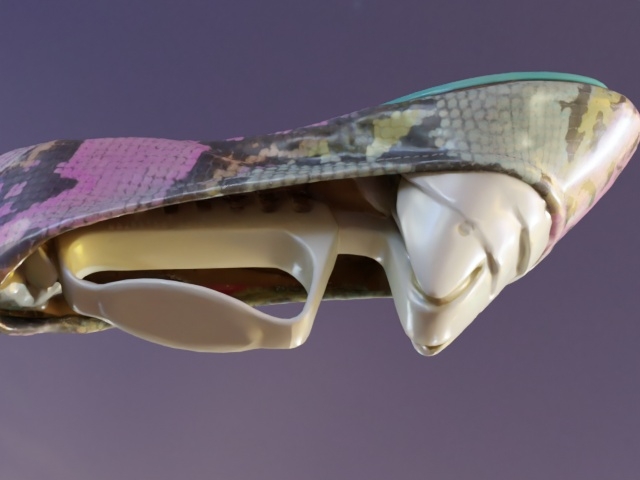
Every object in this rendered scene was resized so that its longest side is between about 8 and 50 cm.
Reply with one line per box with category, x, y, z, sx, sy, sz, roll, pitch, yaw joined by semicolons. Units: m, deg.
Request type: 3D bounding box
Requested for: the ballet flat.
ballet flat;0.000;0.000;0.355;0.222;0.079;0.077;-6;-46;-6
